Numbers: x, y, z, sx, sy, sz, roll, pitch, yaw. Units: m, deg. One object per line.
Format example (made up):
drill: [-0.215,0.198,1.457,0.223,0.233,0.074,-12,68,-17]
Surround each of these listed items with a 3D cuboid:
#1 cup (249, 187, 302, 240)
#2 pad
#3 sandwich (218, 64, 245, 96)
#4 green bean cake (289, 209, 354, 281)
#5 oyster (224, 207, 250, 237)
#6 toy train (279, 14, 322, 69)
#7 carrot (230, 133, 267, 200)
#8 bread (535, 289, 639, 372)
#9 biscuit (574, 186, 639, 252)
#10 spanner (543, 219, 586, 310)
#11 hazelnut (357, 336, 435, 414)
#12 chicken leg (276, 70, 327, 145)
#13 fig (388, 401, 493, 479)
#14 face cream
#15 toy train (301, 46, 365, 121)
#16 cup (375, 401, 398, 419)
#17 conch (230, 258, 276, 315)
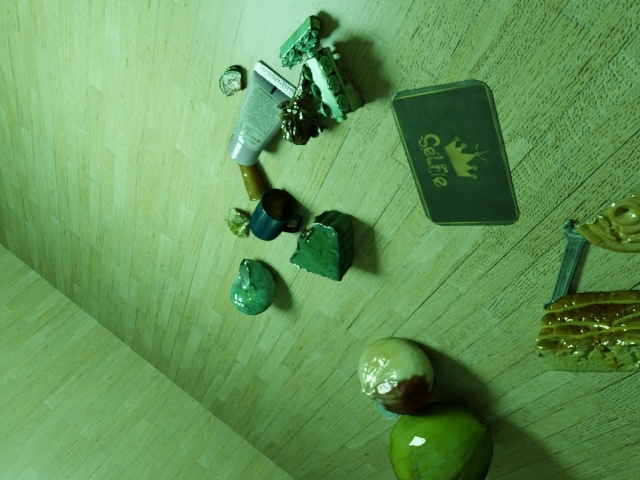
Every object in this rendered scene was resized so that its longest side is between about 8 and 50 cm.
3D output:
cup: [-0.136,-0.063,1.725,0.150,0.113,0.138,43,143,1]
pad: [0.274,-0.171,1.327,0.315,0.063,0.375,0,126,39]
sandwich: [-0.239,-0.431,1.532,0.101,0.026,0.069,-11,118,44]
green bean cake: [0.000,0.000,1.678,0.193,0.107,0.208,21,136,28]
oyster: [-0.278,-0.058,1.913,0.146,0.045,0.121,-5,137,43]
toy train: [-0.048,-0.456,1.321,0.038,0.071,0.148,15,154,-32]
carrot: [-0.222,-0.223,1.696,0.061,0.061,0.209,2,124,38]
bread: [0.641,0.200,1.267,0.275,0.185,0.114,-13,117,42]
biscuit: [0.650,-0.034,1.161,0.144,0.033,0.224,46,138,-9]
spanner: [0.583,0.070,1.335,0.071,0.017,0.302,14,133,24]
hazelnut: [0.234,0.432,1.789,0.261,0.241,0.261,51,159,28]
chicken leg: [-0.049,-0.333,1.418,0.125,0.080,0.196,-3,123,3]
fig: [0.398,0.671,1.829,0.343,0.343,0.343,22,138,22]
face cream: [-0.164,-0.329,1.530,0.154,0.096,0.274,40,129,5]
toy train: [0.027,-0.365,1.311,0.074,0.118,0.176,-11,115,38]
cup: [0.245,0.529,1.960,0.128,0.129,0.095,28,133,21]
conch: [-0.240,0.168,2.020,0.202,0.134,0.196,-22,70,54]
